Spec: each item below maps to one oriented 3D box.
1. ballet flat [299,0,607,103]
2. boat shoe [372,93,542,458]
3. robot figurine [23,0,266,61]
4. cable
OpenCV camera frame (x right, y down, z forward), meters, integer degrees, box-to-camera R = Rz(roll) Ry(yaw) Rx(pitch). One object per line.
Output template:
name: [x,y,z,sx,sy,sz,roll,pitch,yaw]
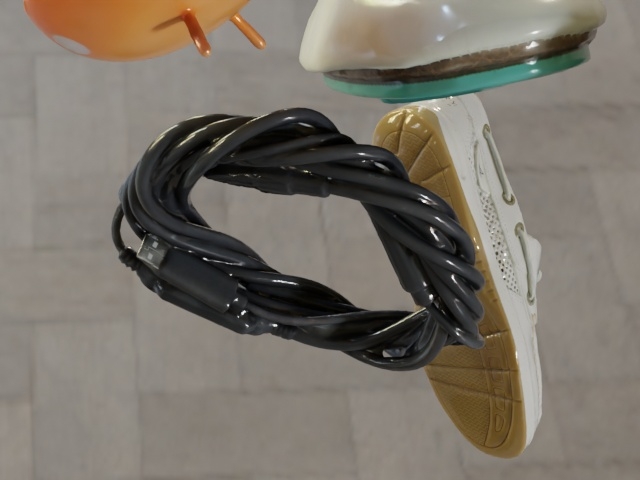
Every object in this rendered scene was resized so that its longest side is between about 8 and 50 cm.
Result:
ballet flat: [0.054,-0.135,0.971,0.139,0.139,0.400,8,4,1]
boat shoe: [0.123,0.022,1.430,0.098,0.277,0.096,4,24,44]
robot figurine: [-0.097,-0.165,0.790,0.128,0.158,0.219,-35,89,-29]
cable: [0.000,0.000,0.894,0.184,0.150,0.047,26,51,-11]
